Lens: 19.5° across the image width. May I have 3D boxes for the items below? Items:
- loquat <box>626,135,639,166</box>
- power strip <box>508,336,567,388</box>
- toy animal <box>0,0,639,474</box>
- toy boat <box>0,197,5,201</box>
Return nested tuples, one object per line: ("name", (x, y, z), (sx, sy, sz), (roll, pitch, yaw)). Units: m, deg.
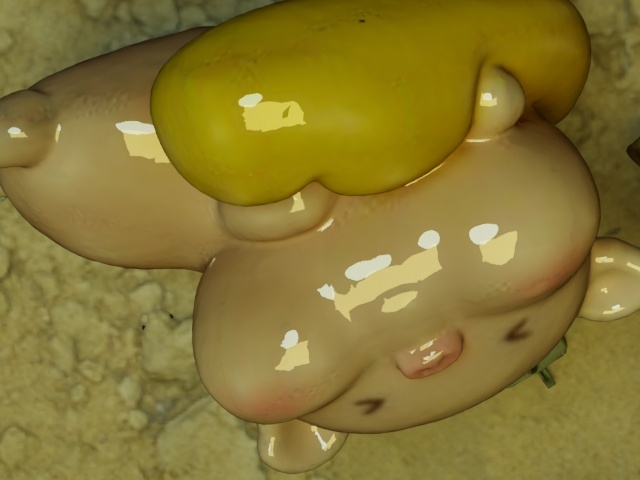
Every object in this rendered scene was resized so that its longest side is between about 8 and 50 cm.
("loquat", (0.269, 0.009, 1.001), (0.246, 0.213, 0.213), (37, 112, 18))
("power strip", (0.103, 0.038, 1.120), (0.051, 0.019, 0.136), (-33, 106, 13))
("toy animal", (-0.007, 0.003, 0.955), (0.345, 0.277, 0.246), (-11, 93, 10))
("toy boat", (-0.218, -0.048, 1.096), (0.083, 0.038, 0.038), (22, 112, -6))
